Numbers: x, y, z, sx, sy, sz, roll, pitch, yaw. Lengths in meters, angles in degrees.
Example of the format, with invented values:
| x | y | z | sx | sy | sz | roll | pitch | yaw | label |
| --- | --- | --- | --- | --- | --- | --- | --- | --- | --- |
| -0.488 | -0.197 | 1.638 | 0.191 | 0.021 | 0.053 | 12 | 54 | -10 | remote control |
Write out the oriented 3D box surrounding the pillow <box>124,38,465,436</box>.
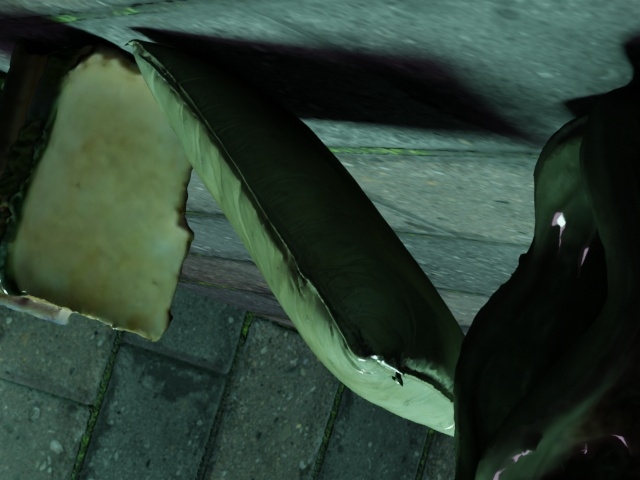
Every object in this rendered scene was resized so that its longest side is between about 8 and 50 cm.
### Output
| x | y | z | sx | sy | sz | roll | pitch | yaw | label |
| --- | --- | --- | --- | --- | --- | --- | --- | --- | --- |
| 0.000 | 0.000 | 1.019 | 0.302 | 0.075 | 0.185 | 53 | -169 | 35 | pillow |

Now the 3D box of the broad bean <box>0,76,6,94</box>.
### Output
| x | y | z | sx | sy | sz | roll | pitch | yaw | label |
| --- | --- | --- | --- | --- | --- | --- | --- | --- | --- |
| -0.267 | -0.108 | 1.419 | 0.069 | 0.039 | 0.227 | 11 | 173 | -6 | broad bean |

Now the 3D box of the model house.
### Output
| x | y | z | sx | sy | sz | roll | pitch | yaw | label |
| --- | --- | --- | --- | --- | --- | --- | --- | --- | --- |
| -0.196 | -0.042 | 1.168 | 0.172 | 0.183 | 0.166 | 9 | 169 | 42 | model house |

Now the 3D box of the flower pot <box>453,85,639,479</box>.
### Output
| x | y | z | sx | sy | sz | roll | pitch | yaw | label |
| --- | --- | --- | --- | --- | --- | --- | --- | --- | --- |
| 0.187 | 0.075 | 0.807 | 0.213 | 0.302 | 0.302 | 19 | 173 | -1 | flower pot |
